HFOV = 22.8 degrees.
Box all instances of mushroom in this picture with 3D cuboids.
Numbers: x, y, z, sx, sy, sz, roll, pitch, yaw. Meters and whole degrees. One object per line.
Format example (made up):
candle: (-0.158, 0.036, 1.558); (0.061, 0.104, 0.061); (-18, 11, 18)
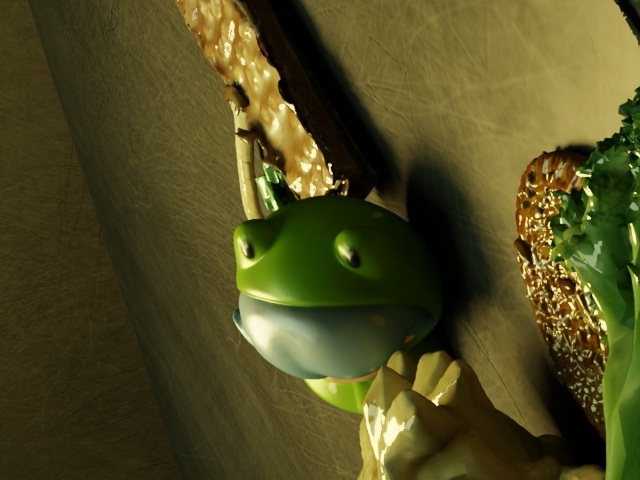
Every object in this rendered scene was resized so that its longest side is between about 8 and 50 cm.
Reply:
mushroom: (-0.069, -0.104, 1.560); (0.068, 0.043, 0.306); (37, 150, 31)

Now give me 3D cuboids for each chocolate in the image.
chocolate: (-0.044, -0.145, 1.328); (0.329, 0.065, 0.102); (61, 145, 30)

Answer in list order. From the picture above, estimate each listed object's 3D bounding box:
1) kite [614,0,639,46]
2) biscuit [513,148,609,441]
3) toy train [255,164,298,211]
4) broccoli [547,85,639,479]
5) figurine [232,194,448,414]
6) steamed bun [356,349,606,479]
kite: (0.149, -0.110, 0.387); (0.323, 0.013, 0.268); (10, 91, 40)
biscuit: (0.149, 0.028, 0.937); (0.126, 0.025, 0.206); (-129, 22, -51)
toy train: (0.000, 0.000, 1.387); (0.104, 0.071, 0.178); (-127, 16, -80)
broccoli: (0.149, 0.065, 0.485); (0.254, 0.269, 0.269); (58, 172, -24)
figurine: (0.023, 0.062, 1.228); (0.162, 0.143, 0.263); (9, 154, 26)
steamed bun: (0.095, 0.202, 1.048); (0.428, 0.189, 0.247); (113, 177, -70)
